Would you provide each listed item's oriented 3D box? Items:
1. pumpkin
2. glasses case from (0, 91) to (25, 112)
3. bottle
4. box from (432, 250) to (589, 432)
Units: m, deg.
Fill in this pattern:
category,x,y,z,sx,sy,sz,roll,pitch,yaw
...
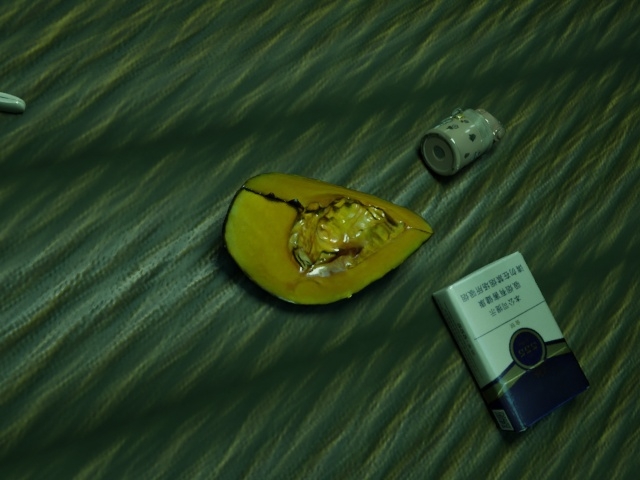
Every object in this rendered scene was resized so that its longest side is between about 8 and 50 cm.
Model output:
category,x,y,z,sx,sy,sz,roll,pitch,yaw
pumpkin,0.000,0.000,1.044,0.312,0.148,0.169,13,112,-9
glasses case,-0.485,-0.209,0.983,0.083,0.032,0.021,9,69,-14
bottle,0.257,-0.185,1.175,0.152,0.099,0.099,-33,86,-29
box,0.318,0.167,1.102,0.168,0.071,0.259,-24,82,-22
